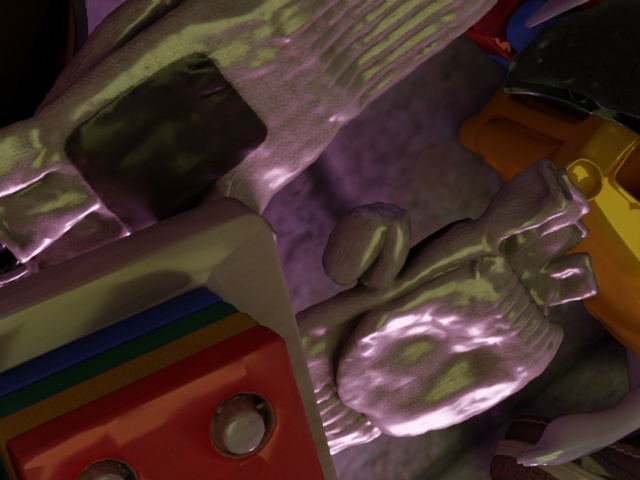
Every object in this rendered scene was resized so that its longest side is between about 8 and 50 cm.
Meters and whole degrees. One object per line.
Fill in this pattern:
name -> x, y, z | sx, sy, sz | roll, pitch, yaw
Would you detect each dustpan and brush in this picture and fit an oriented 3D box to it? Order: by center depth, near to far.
dustpan and brush -> 0.182, 0.066, 0.799 | 0.211, 0.147, 0.060 | -8, 81, -25

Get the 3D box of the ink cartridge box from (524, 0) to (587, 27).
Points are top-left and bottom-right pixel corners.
ink cartridge box -> 0.143, -0.168, 0.629 | 0.180, 0.104, 0.060 | -43, 102, -26

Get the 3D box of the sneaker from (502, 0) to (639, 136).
sneaker -> 0.167, -0.056, 0.640 | 0.170, 0.051, 0.089 | 32, 87, -5

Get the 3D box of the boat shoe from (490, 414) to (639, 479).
boat shoe -> 0.196, 0.132, 0.892 | 0.257, 0.095, 0.095 | 29, 75, -37

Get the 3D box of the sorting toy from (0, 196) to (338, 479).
sorting toy -> -0.091, 0.154, 0.534 | 0.257, 0.089, 0.255 | -23, 115, -20

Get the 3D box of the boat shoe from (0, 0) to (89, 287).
boat shoe -> -0.140, -0.013, 0.607 | 0.084, 0.079, 0.233 | 4, 115, -34

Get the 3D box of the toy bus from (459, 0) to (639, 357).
toy bus -> 0.169, -0.081, 0.727 | 0.220, 0.149, 0.211 | -46, 112, -2

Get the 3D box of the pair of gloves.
pair of gloves -> 0.000, 0.000, 0.608 | 0.204, 0.042, 0.240 | -29, 127, -1
